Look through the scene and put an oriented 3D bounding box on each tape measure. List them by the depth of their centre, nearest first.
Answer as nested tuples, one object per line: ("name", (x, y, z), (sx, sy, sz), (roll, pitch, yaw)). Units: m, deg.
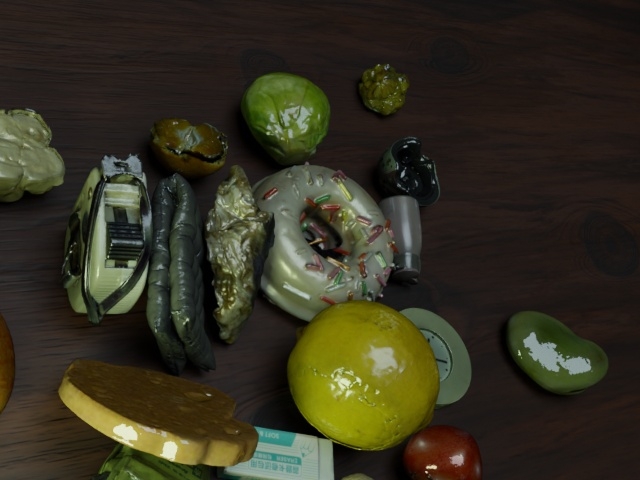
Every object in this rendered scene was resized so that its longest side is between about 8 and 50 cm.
("tape measure", (-0.381, 0.012, 1.564), (0.133, 0.271, 0.231), (5, 59, -31))

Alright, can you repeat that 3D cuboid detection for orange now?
("orange", (-0.279, -0.190, 1.866), (0.160, 0.112, 0.170), (-11, 36, -31))

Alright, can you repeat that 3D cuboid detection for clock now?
("clock", (0.236, 0.262, 1.985), (0.235, 0.029, 0.235), (17, 52, -24))

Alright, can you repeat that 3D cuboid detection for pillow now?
("pillow", (-0.261, 0.069, 1.653), (0.101, 0.228, 0.326), (-6, 59, -2))

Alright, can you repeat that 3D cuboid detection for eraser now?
("eraser", (-0.084, 0.409, 1.663), (0.225, 0.052, 0.095), (15, 53, -24))

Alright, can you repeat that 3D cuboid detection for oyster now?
("oyster", (-0.156, 0.024, 1.731), (0.110, 0.166, 0.341), (4, 72, 18))

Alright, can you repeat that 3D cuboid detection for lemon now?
("lemon", (0.086, 0.261, 1.717), (0.297, 0.297, 0.297), (16, 55, -25))

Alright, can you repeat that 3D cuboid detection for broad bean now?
("broad bean", (0.559, 0.276, 2.145), (0.263, 0.121, 0.189), (31, 53, 6))

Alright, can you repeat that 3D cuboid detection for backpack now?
("backpack", (-0.290, 0.436, 1.460), (0.207, 0.140, 0.253), (36, 40, -12))

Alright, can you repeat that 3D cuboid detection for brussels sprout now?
("brussels sprout", (-0.081, -0.286, 2.022), (0.223, 0.161, 0.223), (20, 46, -22))

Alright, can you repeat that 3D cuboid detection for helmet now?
("helmet", (0.203, -0.156, 2.171), (0.177, 0.107, 0.153), (58, 43, -16))

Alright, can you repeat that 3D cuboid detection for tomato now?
("tomato", (0.257, 0.449, 1.795), (0.167, 0.167, 0.167), (16, 55, -25))

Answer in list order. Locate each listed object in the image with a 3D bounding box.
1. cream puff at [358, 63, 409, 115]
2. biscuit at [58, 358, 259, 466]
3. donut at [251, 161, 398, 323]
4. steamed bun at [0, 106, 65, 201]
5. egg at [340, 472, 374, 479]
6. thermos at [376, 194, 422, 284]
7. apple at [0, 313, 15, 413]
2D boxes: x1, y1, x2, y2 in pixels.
("cream puff", (0.171, -0.401, 2.293), (0.146, 0.116, 0.146), (14, 56, -22))
("biscuit", (-0.262, 0.292, 1.487), (0.351, 0.312, 0.057), (17, 97, -45))
("donut", (0.000, 0.000, 1.914), (0.383, 0.142, 0.382), (15, 56, -24))
("steamed bun", (-0.586, -0.150, 1.646), (0.192, 0.106, 0.177), (-19, 70, -48))
("egg", (0.071, 0.501, 1.661), (0.116, 0.140, 0.118), (-40, 44, -26))
("thermos", (0.198, 0.008, 2.075), (0.137, 0.105, 0.193), (35, 42, -55))
("apple", (-0.603, 0.175, 1.321), (0.302, 0.301, 0.301), (16, 55, -25))
